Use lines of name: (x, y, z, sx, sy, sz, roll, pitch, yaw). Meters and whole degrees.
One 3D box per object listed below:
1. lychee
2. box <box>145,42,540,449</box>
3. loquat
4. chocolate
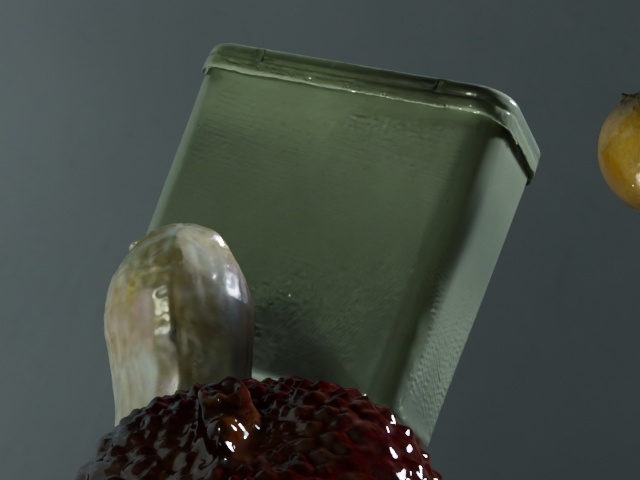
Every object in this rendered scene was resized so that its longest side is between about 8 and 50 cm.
lychee: (-0.037, 0.208, 0.946, 0.260, 0.260, 0.261, -6, 100, -33)
box: (0.000, 0.000, 1.566, 0.344, 0.351, 0.177, -69, 154, -17)
loquat: (0.337, -0.088, 1.496, 0.141, 0.141, 0.141, -6, 100, -33)
chocolate: (-0.116, 0.130, 1.284, 0.134, 0.134, 0.309, 10, 68, -34)
